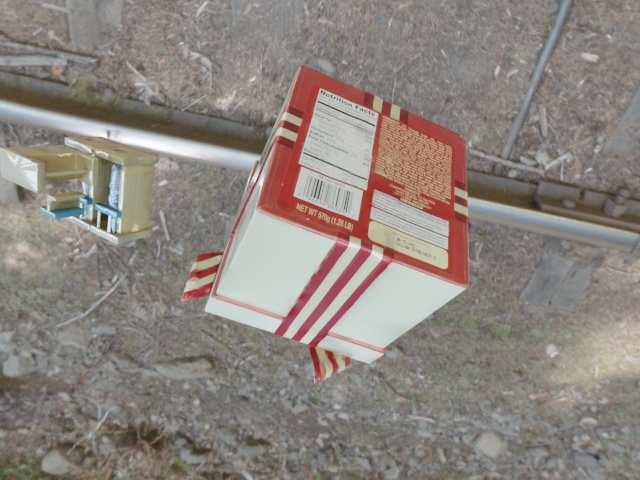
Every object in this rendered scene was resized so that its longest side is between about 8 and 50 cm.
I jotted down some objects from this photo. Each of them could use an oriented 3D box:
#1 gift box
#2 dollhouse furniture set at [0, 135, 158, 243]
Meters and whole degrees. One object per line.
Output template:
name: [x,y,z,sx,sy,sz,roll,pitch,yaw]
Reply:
gift box: [0.000,0.000,0.586,0.255,0.276,0.258,24,144,-9]
dollhouse furniture set: [-0.348,-0.069,0.690,0.129,0.184,0.129,21,111,24]
